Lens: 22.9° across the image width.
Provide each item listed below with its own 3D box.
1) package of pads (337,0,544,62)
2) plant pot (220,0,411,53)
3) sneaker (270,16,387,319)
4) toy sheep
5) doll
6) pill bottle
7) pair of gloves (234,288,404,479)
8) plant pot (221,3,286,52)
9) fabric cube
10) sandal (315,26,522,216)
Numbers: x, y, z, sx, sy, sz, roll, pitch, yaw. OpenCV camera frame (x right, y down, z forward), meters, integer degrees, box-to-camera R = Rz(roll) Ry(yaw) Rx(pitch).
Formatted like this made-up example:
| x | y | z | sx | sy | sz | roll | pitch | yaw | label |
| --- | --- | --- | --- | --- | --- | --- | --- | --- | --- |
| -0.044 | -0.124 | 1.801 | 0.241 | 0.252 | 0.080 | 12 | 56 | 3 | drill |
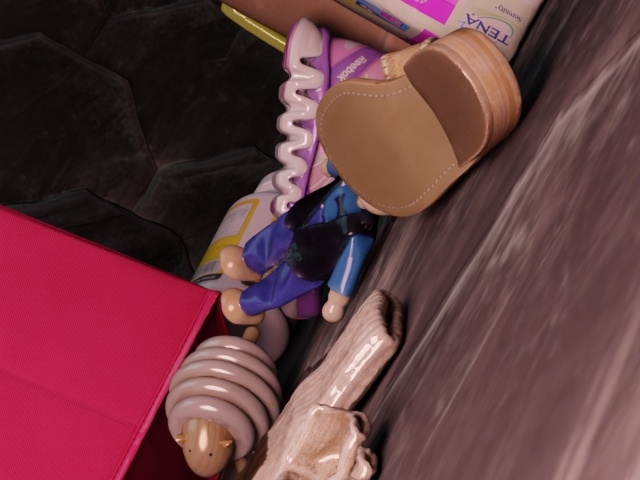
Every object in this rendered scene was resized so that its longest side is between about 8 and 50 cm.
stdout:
| x | y | z | sx | sy | sz | roll | pitch | yaw | label |
| --- | --- | --- | --- | --- | --- | --- | --- | --- | --- |
| 0.028 | -0.205 | 1.056 | 0.101 | 0.229 | 0.296 | -61 | 3 | 5 | package of pads |
| 0.010 | -0.264 | 1.325 | 0.263 | 0.229 | 0.263 | -164 | 90 | -83 | plant pot |
| 0.014 | -0.052 | 1.239 | 0.095 | 0.104 | 0.236 | -128 | 44 | -81 | sneaker |
| -0.068 | 0.114 | 1.138 | 0.091 | 0.091 | 0.132 | 122 | 167 | -45 | toy sheep |
| 0.000 | 0.000 | 1.118 | 0.189 | 0.046 | 0.129 | -35 | 47 | 41 | doll |
| -0.052 | 0.021 | 1.437 | 0.103 | 0.103 | 0.184 | -58 | 5 | 45 | pill bottle |
| -0.029 | 0.139 | 0.758 | 0.204 | 0.042 | 0.240 | -60 | 5 | 23 | pair of gloves |
| 0.044 | -0.341 | 1.925 | 0.227 | 0.228 | 0.207 | -60 | -2 | 28 | plant pot |
| -0.232 | 0.149 | 1.269 | 0.254 | 0.258 | 0.259 | 82 | -148 | -61 | fabric cube |
| 0.073 | -0.075 | 0.873 | 0.079 | 0.088 | 0.240 | -30 | 2 | -17 | sandal |
